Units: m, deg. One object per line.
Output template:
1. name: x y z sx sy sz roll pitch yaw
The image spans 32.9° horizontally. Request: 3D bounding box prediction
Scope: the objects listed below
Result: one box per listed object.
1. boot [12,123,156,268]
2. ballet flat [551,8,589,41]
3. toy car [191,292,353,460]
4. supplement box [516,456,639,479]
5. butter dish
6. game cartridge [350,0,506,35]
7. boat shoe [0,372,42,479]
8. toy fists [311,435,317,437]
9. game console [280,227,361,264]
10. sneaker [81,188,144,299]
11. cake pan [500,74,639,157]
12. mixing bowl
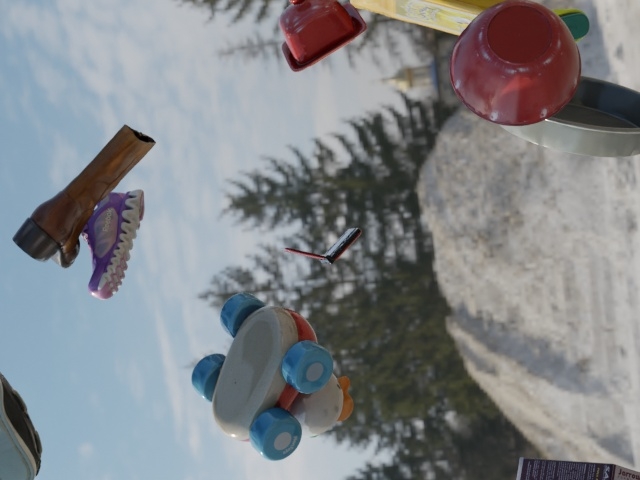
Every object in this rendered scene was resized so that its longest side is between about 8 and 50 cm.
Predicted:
1. boot: -0.403 -0.087 1.911 0.096 0.280 0.264 42 178 9
2. ballet flat: 0.351 -0.357 1.872 0.077 0.231 0.077 -136 36 -64
3. toy car: -0.032 0.218 1.663 0.238 0.219 0.210 20 -82 -41
4. supplement box: 0.453 0.417 1.826 0.239 0.130 0.073 -18 57 61
5. butter dish: -0.017 -0.405 1.979 0.118 0.160 0.160 54 -172 -32
6. game cartridge: 0.210 -0.444 2.042 0.285 0.323 0.053 -12 -65 -85
7. boat shoe: -0.590 0.301 1.940 0.091 0.114 0.303 -90 -16 -72
8. toy fists: -0.038 0.318 2.314 0.279 0.096 0.142 -136 25 -68
9. game console: 0.000 0.000 2.043 0.085 0.124 0.144 44 176 -5
10. sneaker: -0.405 0.001 2.030 0.095 0.104 0.236 104 177 -58
11. cake pan: 0.403 -0.203 1.724 0.293 0.293 0.054 -77 -4 -65
12. mixing bowl: 0.265 -0.255 1.462 0.098 0.181 0.181 69 -164 -73
